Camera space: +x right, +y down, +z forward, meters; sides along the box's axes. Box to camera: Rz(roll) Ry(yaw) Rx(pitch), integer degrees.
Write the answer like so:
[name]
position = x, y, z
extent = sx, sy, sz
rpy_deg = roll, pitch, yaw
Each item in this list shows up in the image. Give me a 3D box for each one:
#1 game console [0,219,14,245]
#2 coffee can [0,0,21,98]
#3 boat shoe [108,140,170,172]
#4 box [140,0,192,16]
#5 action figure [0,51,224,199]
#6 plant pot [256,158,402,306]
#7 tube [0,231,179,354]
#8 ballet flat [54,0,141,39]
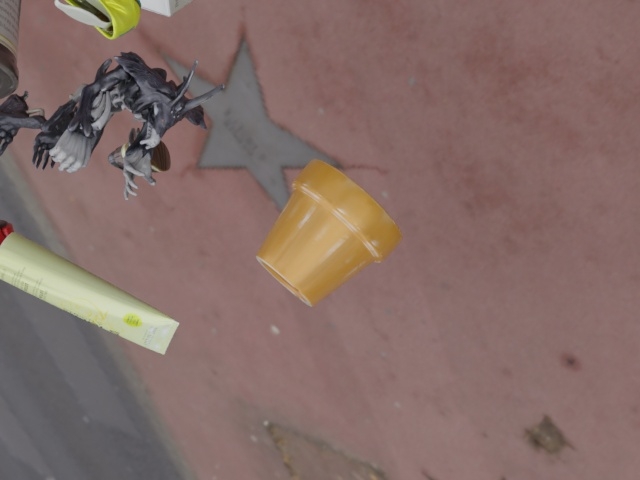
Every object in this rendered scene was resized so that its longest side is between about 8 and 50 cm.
[game console]
position = -0.717, 0.052, 1.641
extent = 0.387, 0.342, 0.060
rpy_deg = -7, 105, 23
[coffee can]
position = -0.382, -0.289, 0.970
extent = 0.202, 0.202, 0.275
rpy_deg = -12, 73, 54
[boat shoe]
position = -0.287, -0.134, 1.625
extent = 0.049, 0.152, 0.056
rpy_deg = -9, 85, 17
[box]
position = -0.203, -0.511, 1.685
extent = 0.121, 0.311, 0.148
rpy_deg = 24, 141, 26
[action figure]
position = -0.238, -0.123, 1.152
extent = 0.276, 0.140, 0.164
rpy_deg = -6, 160, 32
[plant pot]
position = 0.000, 0.000, 1.707
extent = 0.205, 0.188, 0.205
rpy_deg = 41, 172, 7
[tube]
position = -0.293, 0.070, 1.282
extent = 0.240, 0.062, 0.070
rpy_deg = 28, -176, -5
[ballet flat]
position = -0.341, -0.346, 1.336
extent = 0.231, 0.077, 0.077
rpy_deg = 36, 149, -14
